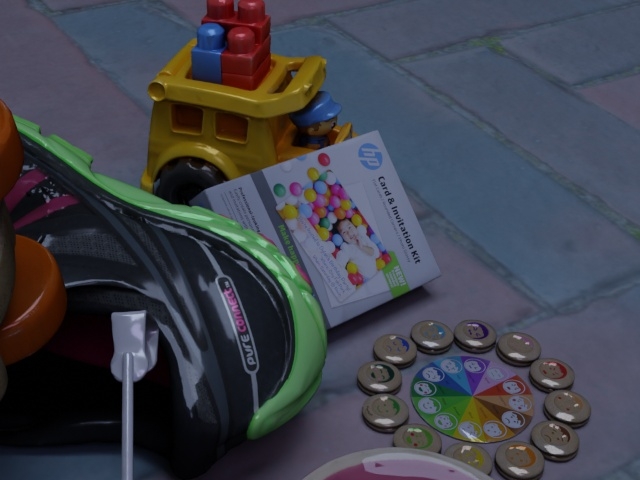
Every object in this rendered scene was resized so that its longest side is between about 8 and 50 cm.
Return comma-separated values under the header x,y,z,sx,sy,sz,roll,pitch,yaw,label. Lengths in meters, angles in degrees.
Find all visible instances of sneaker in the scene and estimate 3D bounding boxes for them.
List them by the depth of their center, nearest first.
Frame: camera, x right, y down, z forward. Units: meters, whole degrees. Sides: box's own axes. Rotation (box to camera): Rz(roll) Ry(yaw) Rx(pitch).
x,y,z,sx,sy,sz,roll,pitch,yaw,label
-0.235,0.029,0.748,0.482,0.185,0.202,16,33,20,sneaker

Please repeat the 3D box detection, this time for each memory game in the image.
x,y,z,sx,sy,sz,roll,pitch,yaw,label
0.120,0.121,0.798,0.186,0.012,0.186,3,34,-2,memory game

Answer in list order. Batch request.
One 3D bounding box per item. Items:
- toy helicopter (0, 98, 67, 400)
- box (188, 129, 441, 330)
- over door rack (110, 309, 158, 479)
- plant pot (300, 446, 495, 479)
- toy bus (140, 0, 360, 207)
x,y,z,sx,sy,sz,roll,pitch,yaw,label
-0.265,0.081,0.457,0.235,0.140,0.355,-1,45,1,toy helicopter
0.000,0.000,0.864,0.186,0.145,0.038,-21,-3,-34,box
-0.209,0.172,0.515,0.239,0.108,0.324,-3,56,-3,over door rack
0.035,0.212,0.508,0.201,0.180,0.201,2,33,-2,plant pot
-0.053,-0.121,0.961,0.220,0.211,0.149,12,34,9,toy bus
